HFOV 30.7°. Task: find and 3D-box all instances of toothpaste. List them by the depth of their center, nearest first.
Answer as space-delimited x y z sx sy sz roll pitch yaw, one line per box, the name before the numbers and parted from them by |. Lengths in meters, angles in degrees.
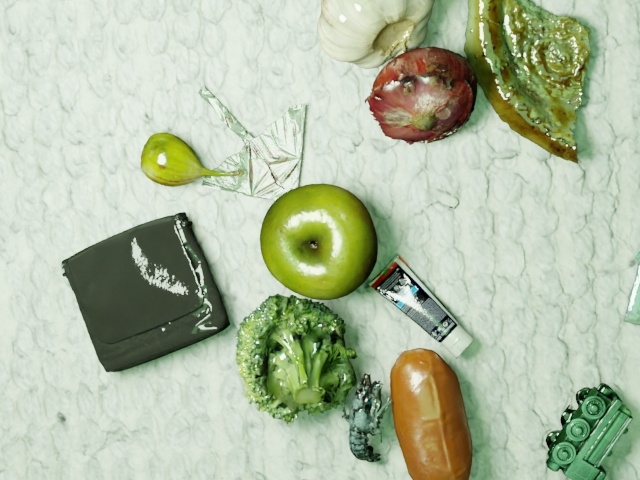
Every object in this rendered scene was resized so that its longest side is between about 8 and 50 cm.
toothpaste | 0.174 0.112 1.948 0.193 0.045 0.071 43 92 7

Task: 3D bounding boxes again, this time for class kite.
kite | -0.117 -0.165 1.963 0.229 0.012 0.250 -39 91 11

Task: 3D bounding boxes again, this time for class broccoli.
broccoli | -0.041 0.191 1.909 0.198 0.226 0.176 -21 67 -11

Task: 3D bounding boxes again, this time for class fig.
fig | -0.224 -0.117 1.941 0.166 0.093 0.093 28 100 6

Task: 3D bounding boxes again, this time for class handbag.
handbag | -0.296 0.089 1.990 0.246 0.080 0.223 -22 87 12

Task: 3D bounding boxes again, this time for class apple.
apple | 0.000 0.000 1.895 0.196 0.157 0.196 0 93 9

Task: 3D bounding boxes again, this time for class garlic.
garlic | 0.068 -0.394 1.854 0.199 0.199 0.226 -38 59 10

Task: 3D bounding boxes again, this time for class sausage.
sausage | 0.182 0.302 1.926 0.133 0.133 0.258 -11 96 9

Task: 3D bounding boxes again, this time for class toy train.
toy train | 0.447 0.321 1.926 0.111 0.071 0.170 31 99 -7

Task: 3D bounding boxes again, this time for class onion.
onion | 0.159 -0.242 1.857 0.184 0.184 0.147 -26 49 10

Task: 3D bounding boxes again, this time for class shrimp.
shrimp | 0.078 0.305 1.937 0.082 0.076 0.174 24 124 38

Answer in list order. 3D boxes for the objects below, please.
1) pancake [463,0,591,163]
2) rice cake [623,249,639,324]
pancake | 0.341 -0.298 1.867 0.197 0.054 0.377 -27 94 9
rice cake | 0.527 0.049 1.897 0.042 0.030 0.180 14 98 9
